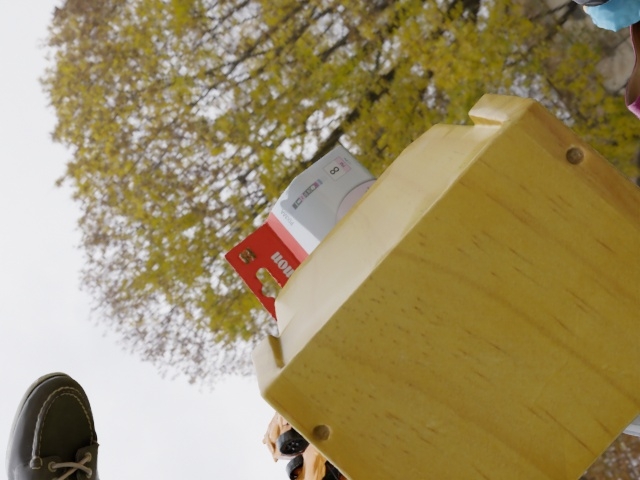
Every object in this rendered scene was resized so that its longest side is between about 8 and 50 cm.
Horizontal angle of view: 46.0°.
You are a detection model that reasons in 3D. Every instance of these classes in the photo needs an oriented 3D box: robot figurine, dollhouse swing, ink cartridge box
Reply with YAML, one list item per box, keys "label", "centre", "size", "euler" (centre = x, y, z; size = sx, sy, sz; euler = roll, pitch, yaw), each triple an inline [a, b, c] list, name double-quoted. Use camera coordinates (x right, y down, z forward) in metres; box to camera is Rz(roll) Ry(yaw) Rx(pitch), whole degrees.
- label: "robot figurine"
  centre: [0.025, 0.203, 0.912]
  size: [0.085, 0.291, 0.211]
  euler: [10, -146, -32]
- label: "dollhouse swing"
  centre: [0.138, 0.065, 0.781]
  size: [0.315, 0.347, 0.305]
  euler: [42, -177, 5]
- label: "ink cartridge box"
  centre: [0.000, 0.000, 1.047]
  size: [0.189, 0.232, 0.066]
  euler: [48, 167, 27]

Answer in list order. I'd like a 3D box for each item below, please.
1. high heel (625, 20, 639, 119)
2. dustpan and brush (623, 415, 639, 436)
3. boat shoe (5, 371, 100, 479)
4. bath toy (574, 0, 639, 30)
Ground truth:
- label: "high heel"
  centre: [0.548, -0.335, 1.254]
  size: [0.181, 0.127, 0.377]
  euler: [10, -131, -20]
- label: "dustpan and brush"
  centre: [0.529, 0.204, 1.053]
  size: [0.211, 0.147, 0.060]
  euler: [-24, -77, -34]
- label: "boat shoe"
  centre: [-0.304, 0.324, 0.879]
  size: [0.095, 0.336, 0.112]
  euler: [15, -170, 37]
- label: "bath toy"
  centre: [0.367, -0.416, 1.005]
  size: [0.348, 0.151, 0.129]
  euler: [25, -164, -40]
